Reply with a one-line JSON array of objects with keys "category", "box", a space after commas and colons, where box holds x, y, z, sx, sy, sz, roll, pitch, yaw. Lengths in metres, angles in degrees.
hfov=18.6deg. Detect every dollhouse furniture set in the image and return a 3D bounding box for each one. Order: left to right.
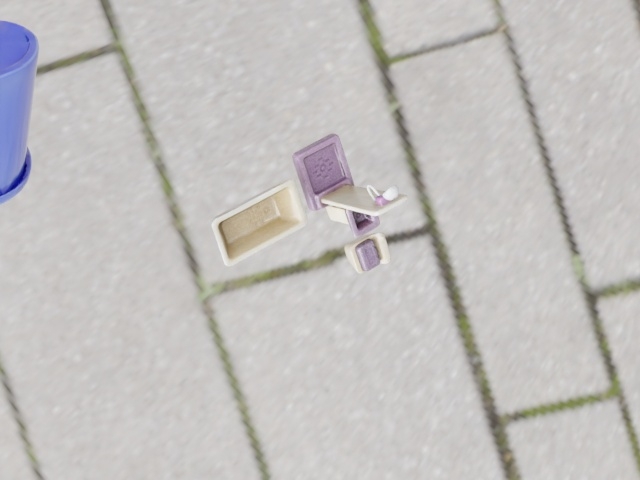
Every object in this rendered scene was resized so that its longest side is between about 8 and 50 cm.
[{"category": "dollhouse furniture set", "box": [0.000, 0.000, 1.215, 0.081, 0.114, 0.091, 15, 128, 56]}]

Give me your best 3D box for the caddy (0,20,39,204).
[{"category": "caddy", "box": [-0.396, -0.098, 1.697, 0.241, 0.341, 0.179, 28, 121, 20]}]
